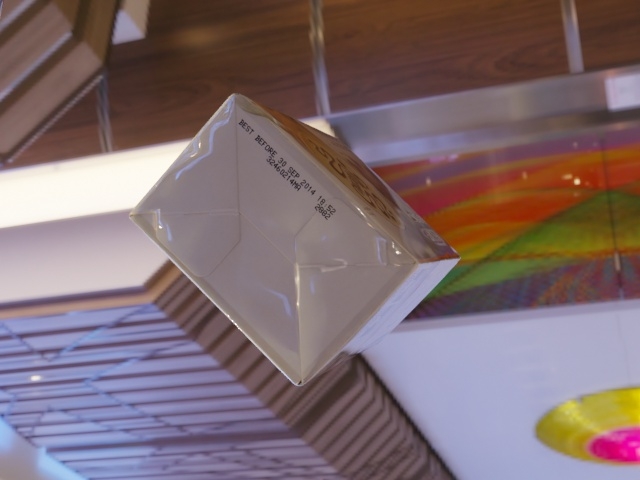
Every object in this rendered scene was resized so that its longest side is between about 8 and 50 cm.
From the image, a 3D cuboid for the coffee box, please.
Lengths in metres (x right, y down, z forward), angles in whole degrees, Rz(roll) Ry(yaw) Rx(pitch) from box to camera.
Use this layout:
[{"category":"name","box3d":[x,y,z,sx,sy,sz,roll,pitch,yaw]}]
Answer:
[{"category":"coffee box","box3d":[0.000,0.000,0.773,0.168,0.119,0.297,44,-171,11]}]

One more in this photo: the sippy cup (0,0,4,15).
[{"category":"sippy cup","box3d":[-0.183,-0.145,0.290,0.305,0.240,0.224,-45,-15,-39]}]
